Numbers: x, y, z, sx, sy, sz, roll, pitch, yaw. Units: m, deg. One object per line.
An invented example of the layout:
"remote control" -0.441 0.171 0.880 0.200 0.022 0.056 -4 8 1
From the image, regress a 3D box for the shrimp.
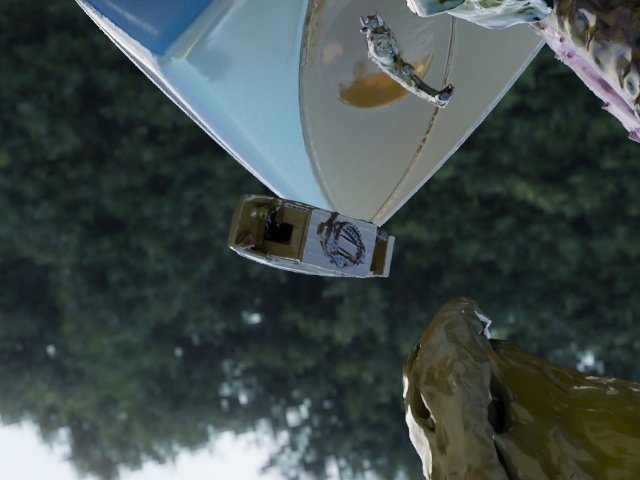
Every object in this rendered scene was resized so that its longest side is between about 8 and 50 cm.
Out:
"shrimp" 0.066 -0.135 1.339 0.083 0.114 0.023 36 -98 25

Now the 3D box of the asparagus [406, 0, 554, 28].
"asparagus" 0.026 -0.241 0.865 0.085 0.343 0.082 -36 -154 -20

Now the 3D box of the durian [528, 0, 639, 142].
"durian" 0.225 -0.101 0.981 0.112 0.191 0.341 7 -139 -41

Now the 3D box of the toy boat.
"toy boat" 0.000 0.000 1.446 0.077 0.057 0.200 8 177 35

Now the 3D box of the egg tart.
"egg tart" 0.147 0.209 0.956 0.169 0.387 0.388 -15 -156 8

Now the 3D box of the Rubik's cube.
"Rubik's cube" -0.020 -0.258 1.821 0.347 0.352 0.351 -47 -139 1
